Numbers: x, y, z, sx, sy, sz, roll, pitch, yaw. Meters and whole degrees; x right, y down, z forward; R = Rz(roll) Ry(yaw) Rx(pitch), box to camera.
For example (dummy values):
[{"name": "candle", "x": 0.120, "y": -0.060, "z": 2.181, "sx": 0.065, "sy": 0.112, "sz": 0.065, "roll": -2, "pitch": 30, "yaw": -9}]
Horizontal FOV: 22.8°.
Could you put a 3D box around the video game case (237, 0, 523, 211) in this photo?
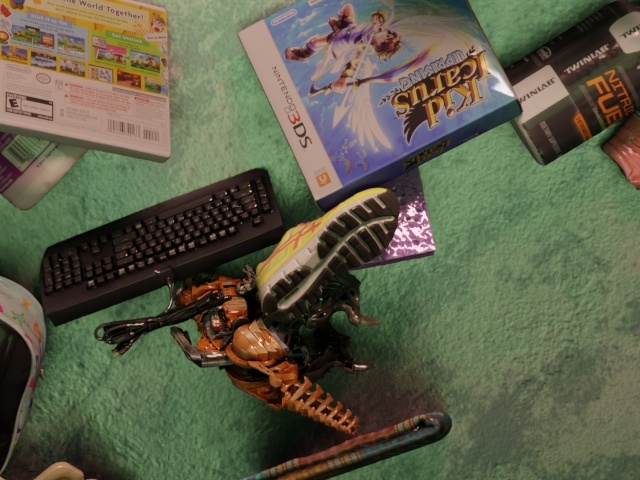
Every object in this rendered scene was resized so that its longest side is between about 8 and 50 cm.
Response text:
[{"name": "video game case", "x": 0.069, "y": -0.202, "z": 1.905, "sx": 0.270, "sy": 0.061, "sz": 0.244, "roll": -27, "pitch": 73, "yaw": 6}]

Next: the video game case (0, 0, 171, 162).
[{"name": "video game case", "x": -0.284, "y": -0.206, "z": 1.867, "sx": 0.227, "sy": 0.026, "sz": 0.206, "roll": 10, "pitch": 64, "yaw": -30}]

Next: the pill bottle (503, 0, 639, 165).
[{"name": "pill bottle", "x": 0.341, "y": -0.207, "z": 1.936, "sx": 0.246, "sy": 0.130, "sz": 0.130, "roll": -32, "pitch": 102, "yaw": 6}]

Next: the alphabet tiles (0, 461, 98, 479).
[{"name": "alphabet tiles", "x": -0.383, "y": 0.395, "z": 2.039, "sx": 0.278, "sy": 0.021, "sz": 0.284, "roll": -39, "pitch": 134, "yaw": 10}]

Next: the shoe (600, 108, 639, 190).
[{"name": "shoe", "x": 0.440, "y": -0.083, "z": 2.006, "sx": 0.178, "sy": 0.063, "sz": 0.081, "roll": 44, "pitch": 100, "yaw": -5}]

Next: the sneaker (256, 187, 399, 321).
[{"name": "sneaker", "x": 0.000, "y": 0.000, "z": 1.891, "sx": 0.208, "sy": 0.094, "sz": 0.081, "roll": -38, "pitch": 125, "yaw": 2}]

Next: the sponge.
[{"name": "sponge", "x": 0.066, "y": -0.072, "z": 1.959, "sx": 0.117, "sy": 0.031, "sz": 0.210, "roll": -10, "pitch": 74, "yaw": -3}]

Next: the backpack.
[{"name": "backpack", "x": -0.454, "y": 0.150, "z": 1.958, "sx": 0.225, "sy": 0.191, "sz": 0.253, "roll": 17, "pitch": 120, "yaw": -8}]

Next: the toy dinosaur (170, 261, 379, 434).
[{"name": "toy dinosaur", "x": -0.056, "y": 0.131, "z": 1.949, "sx": 0.218, "sy": 0.164, "sz": 0.322, "roll": -19, "pitch": 66, "yaw": -29}]

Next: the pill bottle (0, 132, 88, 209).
[{"name": "pill bottle", "x": -0.411, "y": -0.192, "z": 1.898, "sx": 0.301, "sy": 0.169, "sz": 0.169, "roll": 43, "pitch": 99, "yaw": -10}]

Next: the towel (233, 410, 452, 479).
[{"name": "towel", "x": 0.028, "y": 0.262, "z": 1.930, "sx": 0.271, "sy": 0.370, "sz": 0.040, "roll": -20, "pitch": 81, "yaw": 4}]

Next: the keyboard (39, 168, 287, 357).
[{"name": "keyboard", "x": -0.194, "y": 0.031, "z": 1.958, "sx": 0.317, "sy": 0.201, "sz": 0.033, "roll": -21, "pitch": 143, "yaw": 4}]
